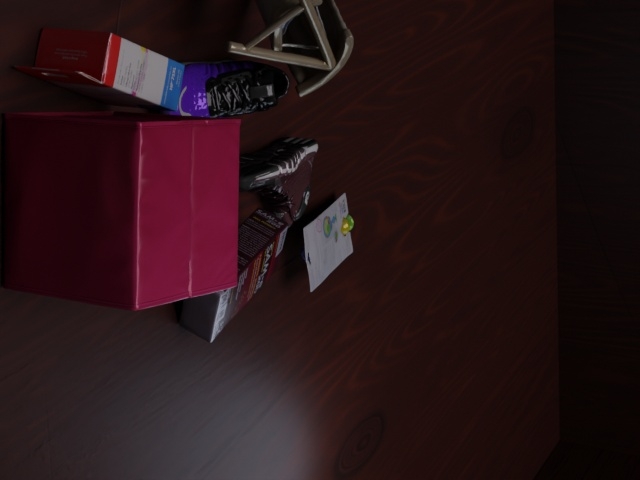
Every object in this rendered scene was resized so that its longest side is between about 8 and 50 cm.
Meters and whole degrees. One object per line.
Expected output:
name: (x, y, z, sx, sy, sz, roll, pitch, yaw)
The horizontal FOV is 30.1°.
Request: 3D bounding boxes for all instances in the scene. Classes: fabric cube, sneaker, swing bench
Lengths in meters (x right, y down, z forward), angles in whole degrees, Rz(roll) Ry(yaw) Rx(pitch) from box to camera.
fabric cube: (-0.288, -0.056, 1.749, 0.259, 0.254, 0.258, -11, 105, -59)
sneaker: (-0.084, -0.090, 2.254, 0.281, 0.106, 0.163, -30, 125, -55)
swing bench: (-0.070, -0.420, 2.022, 0.254, 0.165, 0.253, 22, 40, -59)
sneaker: (-0.153, -0.260, 2.043, 0.293, 0.146, 0.102, -30, 123, -55)

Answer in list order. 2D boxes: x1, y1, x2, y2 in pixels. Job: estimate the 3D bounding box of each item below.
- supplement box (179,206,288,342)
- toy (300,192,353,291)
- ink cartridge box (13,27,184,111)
supplement box: (-0.155, 0.060, 2.150, 0.239, 0.073, 0.130, -49, 162, -44)
toy: (0.000, 0.000, 2.472, 0.237, 0.056, 0.137, -38, 125, -57)
ink cartridge box: (-0.323, -0.256, 1.756, 0.231, 0.134, 0.078, 16, 84, -61)
